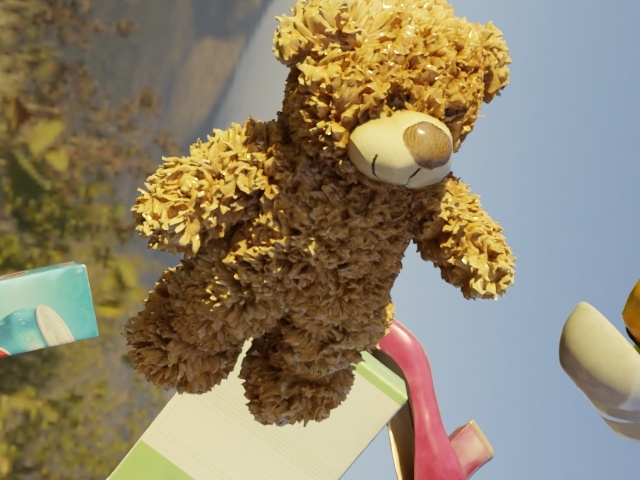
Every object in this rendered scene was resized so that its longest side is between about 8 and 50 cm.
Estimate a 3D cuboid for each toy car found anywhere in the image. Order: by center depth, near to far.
[{"bbox_3d":[0.231,0.063,0.765,0.159,0.136,0.182,-42,156,2],"label":"toy car"}]

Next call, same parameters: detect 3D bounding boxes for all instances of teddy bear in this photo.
[{"bbox_3d":[0.000,0.000,0.886,0.338,0.245,0.113,-42,-158,26],"label":"teddy bear"}]

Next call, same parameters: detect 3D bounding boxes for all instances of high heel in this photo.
[{"bbox_3d":[0.072,0.176,1.474,0.117,0.244,0.082,-34,176,-30],"label":"high heel"}]

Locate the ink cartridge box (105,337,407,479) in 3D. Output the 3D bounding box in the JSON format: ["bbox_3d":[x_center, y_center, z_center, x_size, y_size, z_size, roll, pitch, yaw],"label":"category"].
[{"bbox_3d":[-0.059,0.173,1.239,0.235,0.171,0.056,-51,-171,9],"label":"ink cartridge box"}]

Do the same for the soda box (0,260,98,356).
[{"bbox_3d":[-0.316,0.074,1.265,0.067,0.210,0.071,-172,-109,-73],"label":"soda box"}]
